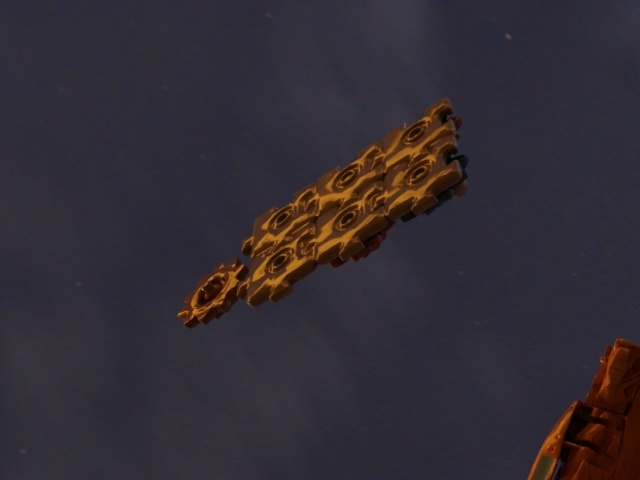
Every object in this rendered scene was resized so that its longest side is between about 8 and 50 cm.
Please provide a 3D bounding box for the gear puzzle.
[{"bbox_3d":[0.000,0.000,1.385,0.339,0.175,0.044,-32,-64,18],"label":"gear puzzle"}]

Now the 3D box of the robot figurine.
[{"bbox_3d":[0.212,0.220,0.994,0.211,0.085,0.291,15,-115,28],"label":"robot figurine"}]
